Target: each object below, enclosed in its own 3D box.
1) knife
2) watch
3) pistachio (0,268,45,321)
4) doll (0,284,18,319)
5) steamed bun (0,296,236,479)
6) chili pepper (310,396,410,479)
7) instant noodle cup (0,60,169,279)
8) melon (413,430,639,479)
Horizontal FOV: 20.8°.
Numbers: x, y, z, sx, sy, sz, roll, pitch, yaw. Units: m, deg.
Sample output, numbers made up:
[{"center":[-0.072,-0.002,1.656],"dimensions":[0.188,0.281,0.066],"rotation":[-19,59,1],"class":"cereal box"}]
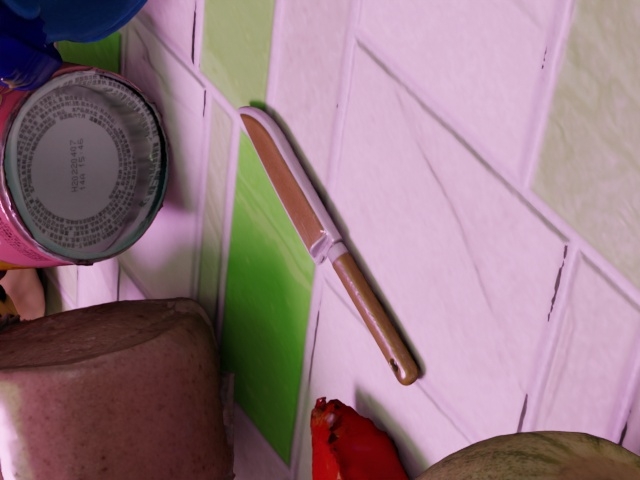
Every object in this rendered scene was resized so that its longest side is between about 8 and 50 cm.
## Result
[{"center":[-0.001,0.000,1.265],"dimensions":[0.256,0.022,0.046],"rotation":[60,154,20],"class":"knife"},{"center":[-0.228,-0.232,1.329],"dimensions":[0.171,0.200,0.196],"rotation":[48,-170,26],"class":"watch"},{"center":[-0.373,0.058,1.846],"dimensions":[0.229,0.157,0.157],"rotation":[1,108,66],"class":"pistachio"},{"center":[-0.279,0.122,1.636],"dimensions":[0.086,0.117,0.291],"rotation":[16,166,26],"class":"doll"},{"center":[-0.160,0.161,1.458],"dimensions":[0.301,0.199,0.251],"rotation":[-78,-27,-82],"class":"steamed bun"},{"center":[0.066,0.293,1.251],"dimensions":[0.110,0.110,0.387],"rotation":[-41,66,61],"class":"chili pepper"},{"center":[-0.266,-0.069,1.506],"dimensions":[0.255,0.244,0.244],"rotation":[8,114,51],"class":"instant noodle cup"},{"center":[0.117,0.256,0.984],"dimensions":[0.248,0.249,0.329],"rotation":[46,140,39],"class":"melon"}]
